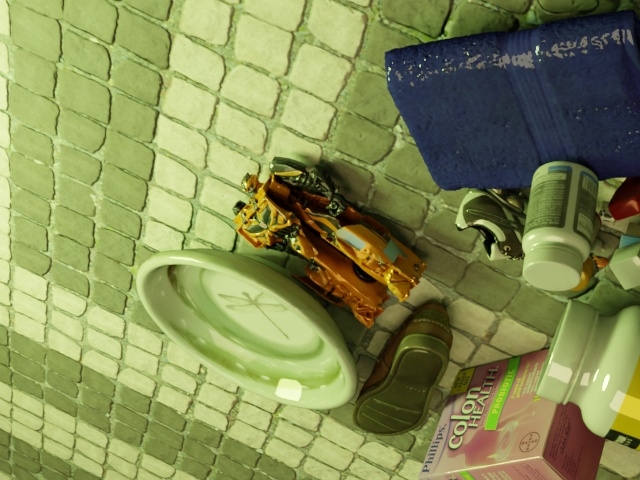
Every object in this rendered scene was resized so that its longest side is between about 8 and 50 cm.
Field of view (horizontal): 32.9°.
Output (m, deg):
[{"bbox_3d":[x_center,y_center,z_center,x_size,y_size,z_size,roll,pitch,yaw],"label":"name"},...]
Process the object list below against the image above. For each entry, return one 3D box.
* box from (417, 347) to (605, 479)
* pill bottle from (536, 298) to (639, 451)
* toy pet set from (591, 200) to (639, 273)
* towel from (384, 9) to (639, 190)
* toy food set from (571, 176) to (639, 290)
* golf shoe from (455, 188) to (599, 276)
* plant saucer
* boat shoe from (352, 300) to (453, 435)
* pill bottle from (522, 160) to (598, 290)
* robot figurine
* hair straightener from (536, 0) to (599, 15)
[{"bbox_3d":[0.299,0.290,1.632,0.117,0.213,0.243,44,140,-20],"label":"box"},{"bbox_3d":[0.471,0.200,1.448,0.334,0.188,0.188,19,141,11],"label":"pill bottle"},{"bbox_3d":[0.371,0.015,1.399,0.114,0.065,0.122,12,140,19],"label":"toy pet set"},{"bbox_3d":[0.249,-0.161,1.267,0.308,0.076,0.227,-4,134,31],"label":"towel"},{"bbox_3d":[0.390,-0.024,1.308,0.232,0.104,0.111,-25,108,41],"label":"toy food set"},{"bbox_3d":[0.264,0.004,1.408,0.198,0.094,0.077,36,169,5],"label":"golf shoe"},{"bbox_3d":[-0.104,0.124,1.757,0.401,0.100,0.400,23,150,14],"label":"plant saucer"},{"bbox_3d":[0.140,0.211,1.734,0.111,0.104,0.307,23,141,-7],"label":"boat shoe"},{"bbox_3d":[0.275,-0.016,1.250,0.078,0.137,0.078,12,151,7],"label":"pill bottle"},{"bbox_3d":[0.000,0.000,1.591,0.291,0.085,0.211,35,141,-8],"label":"robot figurine"},{"bbox_3d":[0.216,-0.317,1.131,0.089,0.047,0.230,-34,120,26],"label":"hair straightener"}]
